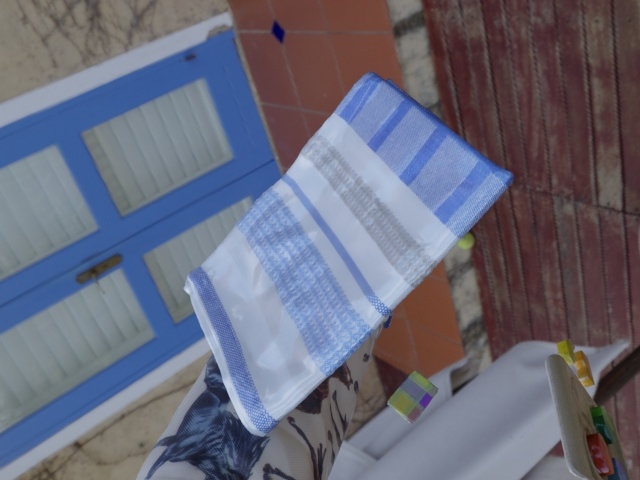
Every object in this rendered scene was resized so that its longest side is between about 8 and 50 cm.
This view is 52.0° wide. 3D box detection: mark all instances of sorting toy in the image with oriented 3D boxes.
[{"bbox_3d":[0.445,0.283,1.080,0.041,0.307,0.229,-28,127,29],"label":"sorting toy"}]

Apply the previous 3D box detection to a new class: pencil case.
[{"bbox_3d":[-0.039,0.167,0.659,0.160,0.410,0.183,-3,123,23],"label":"pencil case"}]

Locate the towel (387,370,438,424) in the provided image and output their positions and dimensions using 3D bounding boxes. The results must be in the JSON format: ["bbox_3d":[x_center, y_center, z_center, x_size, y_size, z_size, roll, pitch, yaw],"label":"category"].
[{"bbox_3d":[0.166,0.282,1.180,0.060,0.083,0.009,38,160,16],"label":"towel"}]

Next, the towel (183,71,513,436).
[{"bbox_3d":[0.000,0.000,0.556,0.034,0.285,0.209,33,-165,-41],"label":"towel"}]
